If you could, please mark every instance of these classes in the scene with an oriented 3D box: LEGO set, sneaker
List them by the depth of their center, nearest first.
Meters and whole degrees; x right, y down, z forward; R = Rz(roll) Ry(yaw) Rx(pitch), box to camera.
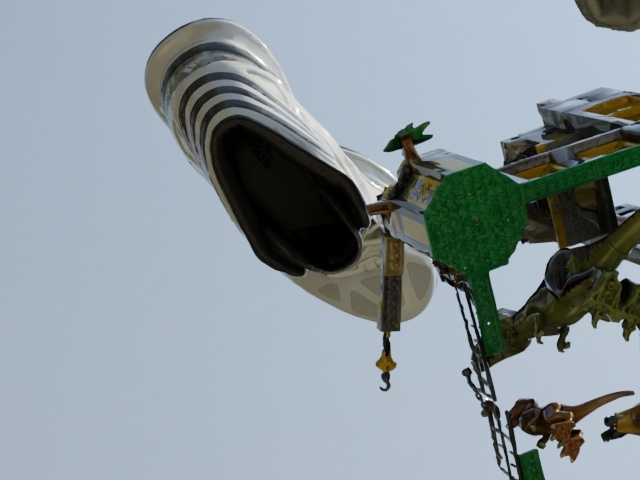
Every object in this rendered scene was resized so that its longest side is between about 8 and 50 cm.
[{"bbox_3d":[0.149,0.050,0.924,0.255,0.192,0.331,-27,-73,-12],"label":"LEGO set"},{"bbox_3d":[-0.001,0.000,1.456,0.169,0.257,0.447,-37,-51,10],"label":"sneaker"}]

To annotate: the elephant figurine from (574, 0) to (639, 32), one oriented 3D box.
[{"bbox_3d":[0.247,-0.206,1.022,0.239,0.186,0.169,35,-15,16],"label":"elephant figurine"}]
